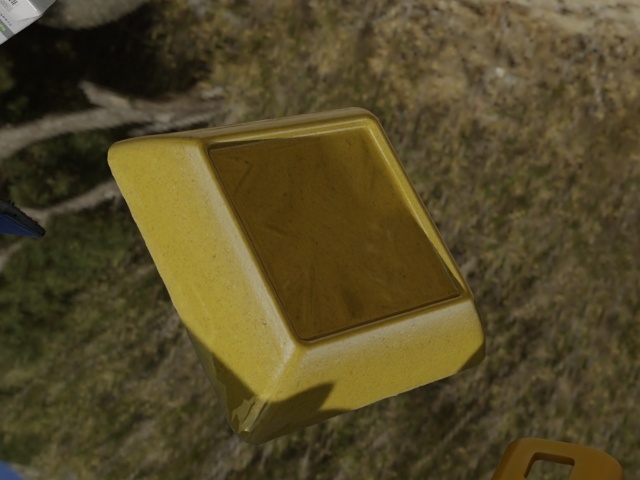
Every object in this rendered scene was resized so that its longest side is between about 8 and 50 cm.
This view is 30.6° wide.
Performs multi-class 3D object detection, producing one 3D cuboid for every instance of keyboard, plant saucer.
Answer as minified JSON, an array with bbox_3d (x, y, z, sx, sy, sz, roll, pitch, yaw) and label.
[{"bbox_3d":[-0.330,-0.042,1.020,0.192,0.038,0.100,5,159,32],"label":"keyboard"},{"bbox_3d":[0.000,0.000,1.173,0.332,0.081,0.333,-14,-112,-38],"label":"plant saucer"}]

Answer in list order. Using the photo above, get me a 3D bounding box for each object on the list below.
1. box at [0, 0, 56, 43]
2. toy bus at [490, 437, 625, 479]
[{"bbox_3d":[-0.263,-0.189,0.782,0.145,0.038,0.186,49,146,-20],"label":"box"},{"bbox_3d":[0.136,0.219,0.773,0.191,0.104,0.202,-17,-152,-13],"label":"toy bus"}]
